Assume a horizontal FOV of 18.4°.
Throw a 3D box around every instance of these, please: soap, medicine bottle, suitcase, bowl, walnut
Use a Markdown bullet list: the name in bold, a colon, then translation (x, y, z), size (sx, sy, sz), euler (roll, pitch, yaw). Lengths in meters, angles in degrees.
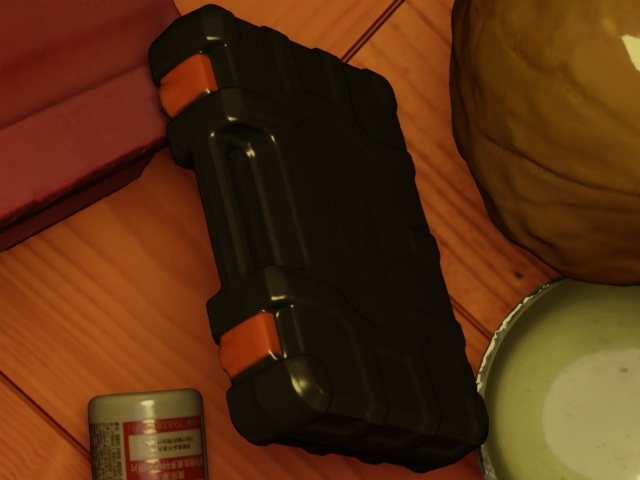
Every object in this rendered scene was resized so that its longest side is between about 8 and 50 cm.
- **soap**: translation (-0.227, -0.109, 1.205), size (0.128, 0.359, 0.233), euler (-35, 90, 31)
- **medicine bottle**: translation (-0.113, 0.171, 1.330), size (0.079, 0.079, 0.140), euler (-4, 86, -4)
- **suitcase**: translation (0.000, 0.000, 1.252), size (0.066, 0.206, 0.285), euler (-30, 61, 31)
- **bowl**: translation (0.198, 0.121, 1.340), size (0.211, 0.112, 0.211), euler (0, 85, -4)
- **walnut**: translation (0.261, -0.122, 1.233), size (0.354, 0.398, 0.308), euler (19, 121, 3)
